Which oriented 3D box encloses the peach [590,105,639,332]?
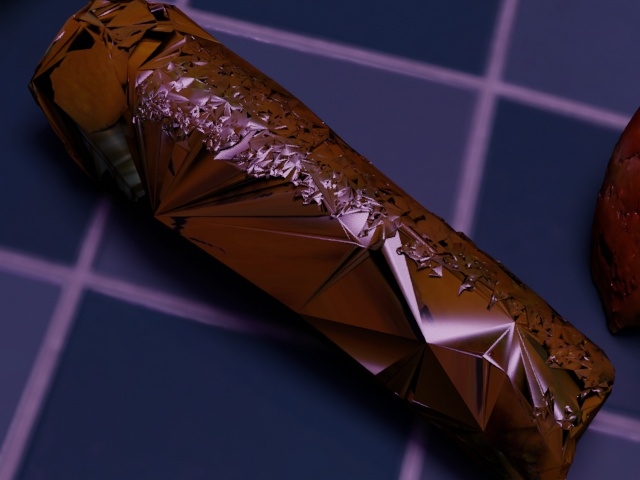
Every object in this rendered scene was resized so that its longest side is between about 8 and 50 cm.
[{"bbox_3d":[0.172,-0.032,0.566,0.172,0.127,0.092,-17,68,12],"label":"peach"}]

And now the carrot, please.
[{"bbox_3d":[0.001,-0.001,0.544,0.229,0.069,0.069,37,62,14],"label":"carrot"}]
